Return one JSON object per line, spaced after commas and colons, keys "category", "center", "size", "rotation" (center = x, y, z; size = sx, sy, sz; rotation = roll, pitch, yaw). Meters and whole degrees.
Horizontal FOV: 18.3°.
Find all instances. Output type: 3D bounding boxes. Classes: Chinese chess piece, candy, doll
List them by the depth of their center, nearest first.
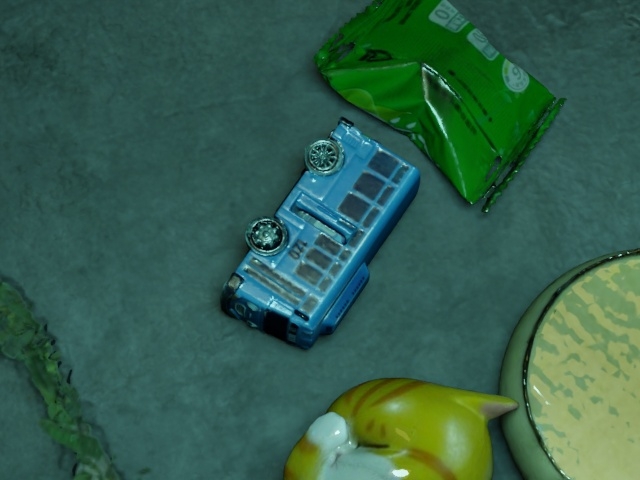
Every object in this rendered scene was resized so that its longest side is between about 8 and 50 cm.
{"category": "doll", "center": [0.043, 0.232, 1.581], "size": [0.166, 0.162, 0.270], "rotation": [9, 76, 39]}
{"category": "Chinese chess piece", "center": [0.273, 0.129, 1.647], "size": [0.249, 0.103, 0.250], "rotation": [1, 73, -2]}
{"category": "candy", "center": [0.105, -0.135, 1.737], "size": [0.203, 0.078, 0.141], "rotation": [38, 76, 4]}

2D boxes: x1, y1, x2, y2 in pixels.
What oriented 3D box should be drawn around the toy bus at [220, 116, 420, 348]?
{"category": "toy bus", "center": [0.000, 0.000, 1.685], "size": [0.106, 0.090, 0.185], "rotation": [33, 75, 6]}
